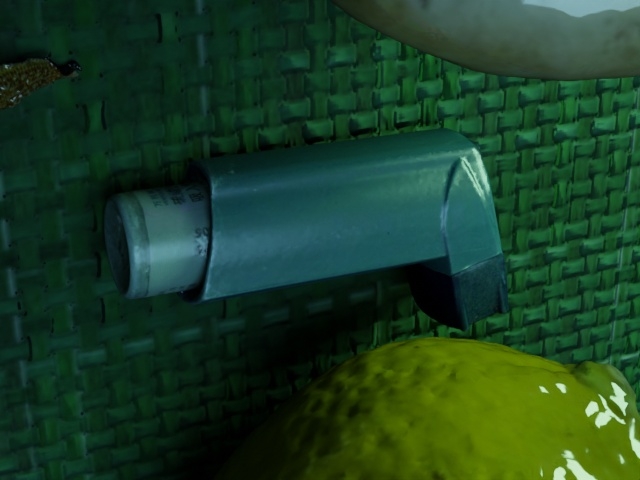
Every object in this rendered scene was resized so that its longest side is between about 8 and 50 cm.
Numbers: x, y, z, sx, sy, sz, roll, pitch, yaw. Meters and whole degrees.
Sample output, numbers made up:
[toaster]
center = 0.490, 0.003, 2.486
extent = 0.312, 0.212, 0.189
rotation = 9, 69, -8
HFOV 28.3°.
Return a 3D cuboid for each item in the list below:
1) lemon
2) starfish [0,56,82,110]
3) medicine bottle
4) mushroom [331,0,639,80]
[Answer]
[lemon]
center = 0.068, 0.225, 0.782
extent = 0.336, 0.336, 0.336
rotation = -11, 117, -22
[starfish]
center = -0.185, -0.087, 0.668
extent = 0.130, 0.041, 0.133
rotation = -6, 116, -26
[medicine bottle]
center = 0.000, 0.000, 0.779
extent = 0.258, 0.079, 0.124
rotation = -7, 116, -23
[mushroom]
center = 0.132, -0.231, 0.591
extent = 0.353, 0.353, 0.325
rotation = -48, 144, 1
